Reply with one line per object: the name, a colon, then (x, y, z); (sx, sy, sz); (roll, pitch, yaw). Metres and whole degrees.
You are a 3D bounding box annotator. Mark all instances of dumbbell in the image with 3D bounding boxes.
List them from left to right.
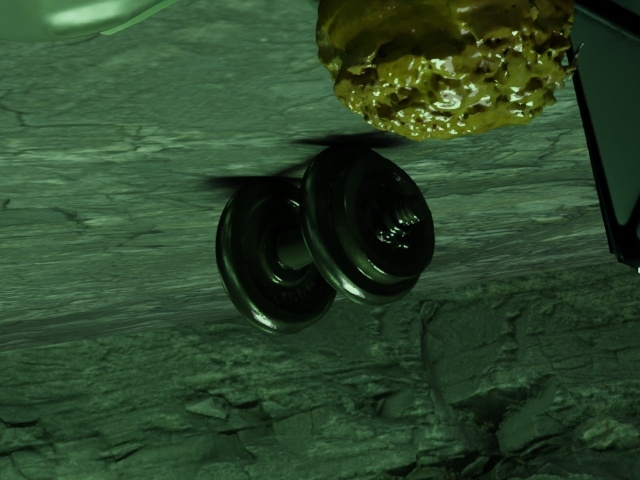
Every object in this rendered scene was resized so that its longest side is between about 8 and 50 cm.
dumbbell: (0.000, 0.000, 1.318); (0.290, 0.192, 0.192); (-19, 168, 42)

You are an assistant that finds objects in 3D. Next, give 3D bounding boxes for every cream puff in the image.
cream puff: (0.093, -0.136, 0.820); (0.189, 0.129, 0.189); (-10, 173, -1)

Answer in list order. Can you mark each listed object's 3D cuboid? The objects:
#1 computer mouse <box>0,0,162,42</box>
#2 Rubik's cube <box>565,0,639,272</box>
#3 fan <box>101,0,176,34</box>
computer mouse: (-0.074, -0.183, 0.457); (0.331, 0.095, 0.197); (-25, 167, 23)
Rubik's cube: (0.353, -0.127, 0.832); (0.246, 0.250, 0.248); (-5, 171, -35)
fan: (-0.104, -0.175, 0.712); (0.131, 0.009, 0.240); (-2, 167, -36)
